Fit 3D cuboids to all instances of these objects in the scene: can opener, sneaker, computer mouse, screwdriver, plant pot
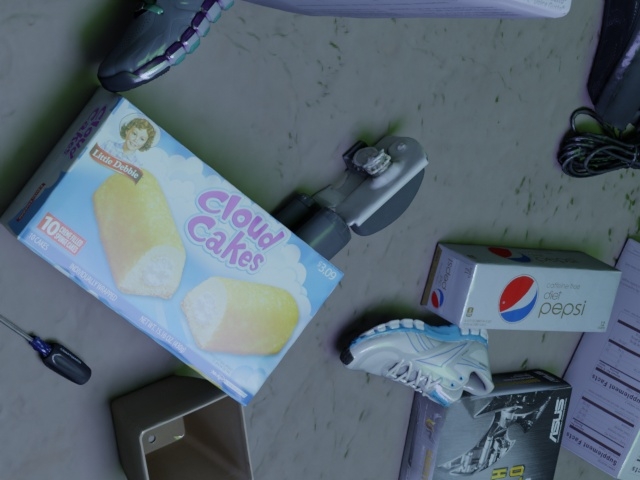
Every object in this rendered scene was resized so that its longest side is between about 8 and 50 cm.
[{"bbox_3d":[0.000,0.000,1.773,0.280,0.074,0.093,-40,128,-16],"label":"can opener"},{"bbox_3d":[0.107,0.129,1.890,0.191,0.083,0.071,2,150,-35],"label":"sneaker"},{"bbox_3d":[0.357,-0.192,1.955,0.188,0.072,0.272,-5,112,-34],"label":"computer mouse"},{"bbox_3d":[-0.127,-0.225,1.592,0.223,0.083,0.098,-47,120,-25],"label":"sneaker"},{"bbox_3d":[-0.266,0.079,1.652,0.170,0.024,0.025,44,51,-33],"label":"screwdriver"},{"bbox_3d":[-0.139,0.187,1.737,0.109,0.096,0.109,-22,121,-28],"label":"plant pot"}]

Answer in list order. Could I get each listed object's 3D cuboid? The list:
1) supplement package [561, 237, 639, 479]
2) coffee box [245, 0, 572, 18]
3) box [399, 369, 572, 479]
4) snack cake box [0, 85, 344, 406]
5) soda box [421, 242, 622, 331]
[{"bbox_3d":[0.377,0.145,2.072,0.139,0.134,0.244,22,95,-40],"label":"supplement package"},{"bbox_3d":[-0.013,-0.363,1.397,0.338,0.338,0.334,9,90,-38],"label":"coffee box"},{"bbox_3d":[0.171,0.261,2.023,0.183,0.056,0.231,-3,110,-36],"label":"box"},{"bbox_3d":[-0.129,0.006,1.627,0.264,0.089,0.152,38,86,-23],"label":"snack cake box"},{"bbox_3d":[0.214,0.050,1.956,0.216,0.069,0.074,3,107,-38],"label":"soda box"}]
